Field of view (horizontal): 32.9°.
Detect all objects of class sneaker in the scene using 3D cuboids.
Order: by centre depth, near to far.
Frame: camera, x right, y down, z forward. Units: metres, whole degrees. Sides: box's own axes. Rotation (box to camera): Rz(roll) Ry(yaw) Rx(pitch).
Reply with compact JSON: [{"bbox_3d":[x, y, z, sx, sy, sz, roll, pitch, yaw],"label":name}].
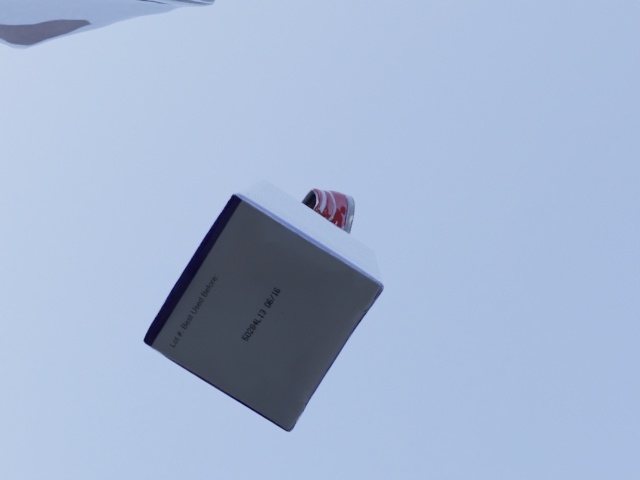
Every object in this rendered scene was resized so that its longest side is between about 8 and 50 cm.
[{"bbox_3d":[0.000,0.000,1.195,0.042,0.067,0.118,-9,-109,48],"label":"sneaker"}]

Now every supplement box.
[{"bbox_3d":[-0.033,0.034,0.759,0.114,0.220,0.111,32,-84,-3],"label":"supplement box"}]

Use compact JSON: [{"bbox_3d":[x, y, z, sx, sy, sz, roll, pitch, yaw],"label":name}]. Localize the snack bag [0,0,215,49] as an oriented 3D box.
[{"bbox_3d":[-0.286,-0.138,0.621,0.342,0.323,0.037,-4,-89,32],"label":"snack bag"}]
